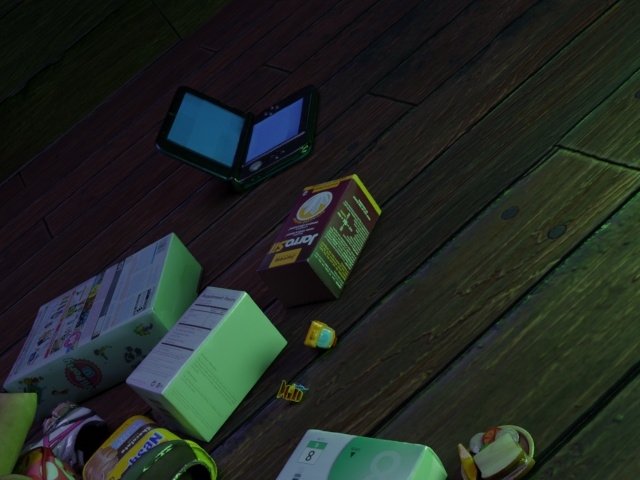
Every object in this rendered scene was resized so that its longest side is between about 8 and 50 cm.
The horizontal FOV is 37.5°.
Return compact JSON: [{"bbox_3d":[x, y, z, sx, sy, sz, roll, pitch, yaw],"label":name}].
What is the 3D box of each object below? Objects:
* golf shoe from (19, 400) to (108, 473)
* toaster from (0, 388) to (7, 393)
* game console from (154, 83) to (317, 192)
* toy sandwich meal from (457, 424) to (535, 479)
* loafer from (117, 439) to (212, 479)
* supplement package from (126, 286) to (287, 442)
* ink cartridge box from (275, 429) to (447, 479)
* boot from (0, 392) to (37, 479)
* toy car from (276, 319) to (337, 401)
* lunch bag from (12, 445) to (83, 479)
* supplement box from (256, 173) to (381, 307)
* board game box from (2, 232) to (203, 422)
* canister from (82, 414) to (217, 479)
[{"bbox_3d":[-0.380,0.316,1.343,0.086,0.067,0.186,16,57,25],"label":"golf shoe"},{"bbox_3d":[-0.643,0.315,1.623,0.168,0.110,0.186,-35,26,3],"label":"toaster"},{"bbox_3d":[-0.157,-0.243,1.862,0.250,0.173,0.293,-27,28,19],"label":"game console"},{"bbox_3d":[0.166,0.205,0.904,0.085,0.029,0.085,-29,28,17],"label":"toy sandwich meal"},{"bbox_3d":[-0.180,0.382,0.967,0.130,0.134,0.366,7,54,19],"label":"loafer"},{"bbox_3d":[-0.152,0.163,1.276,0.105,0.105,0.179,2,46,52],"label":"supplement package"},{"bbox_3d":[0.002,0.296,0.936,0.181,0.056,0.225,-4,39,48],"label":"ink cartridge box"},{"bbox_3d":[-0.394,0.273,1.147,0.236,0.089,0.269,-33,24,18],"label":"boot"},{"bbox_3d":[-0.013,0.158,1.215,0.040,0.060,0.122,20,71,9],"label":"toy car"},{"bbox_3d":[-0.393,0.417,1.160,0.258,0.120,0.293,-42,25,-1],"label":"lunch bag"},{"bbox_3d":[0.000,0.000,1.381,0.104,0.081,0.188,-13,35,39],"label":"supplement box"},{"bbox_3d":[-0.354,0.143,1.567,0.303,0.097,0.224,-26,27,18],"label":"board game box"},{"bbox_3d":[-0.220,0.294,1.186,0.126,0.073,0.170,-47,27,-20],"label":"canister"}]
